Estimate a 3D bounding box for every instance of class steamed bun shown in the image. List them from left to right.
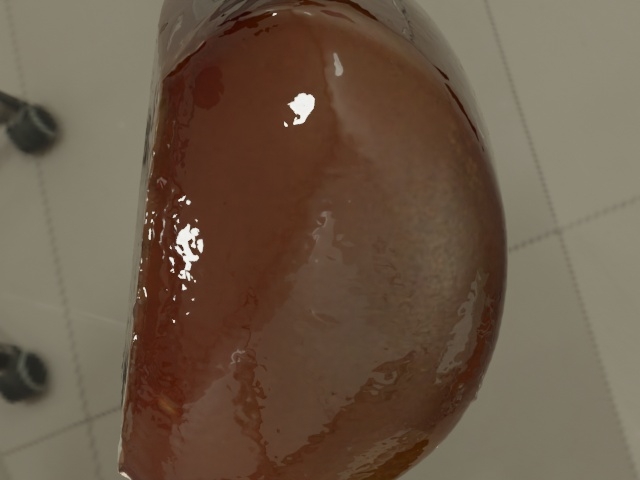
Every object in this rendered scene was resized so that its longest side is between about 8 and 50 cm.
[{"bbox_3d":[0.000,0.000,1.078,0.248,0.235,0.379,6,114,-8],"label":"steamed bun"}]
